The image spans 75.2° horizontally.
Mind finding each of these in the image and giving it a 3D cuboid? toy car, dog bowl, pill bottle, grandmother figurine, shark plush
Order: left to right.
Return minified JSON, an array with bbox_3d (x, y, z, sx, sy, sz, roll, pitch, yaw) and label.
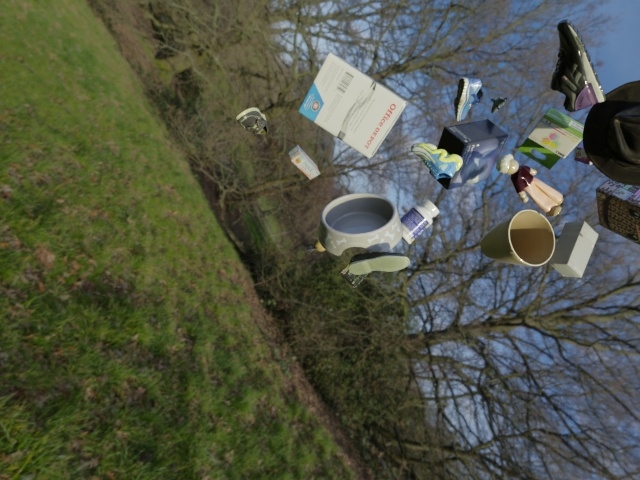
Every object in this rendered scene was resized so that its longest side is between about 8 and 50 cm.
[{"bbox_3d":[0.000,0.000,2.292,0.149,0.188,0.155,53,1,-12],"label":"toy car"},{"bbox_3d":[0.157,-0.075,1.684,0.348,0.349,0.102,-105,-176,-52],"label":"dog bowl"},{"bbox_3d":[0.408,-0.084,1.770,0.112,0.187,0.112,46,5,-5],"label":"pill bottle"},{"bbox_3d":[0.963,-0.725,2.216,0.161,0.073,0.067,-144,-105,-77],"label":"shark plush"},{"bbox_3d":[0.919,-0.260,1.840,0.342,0.104,0.207,38,47,-6],"label":"grandmother figurine"}]

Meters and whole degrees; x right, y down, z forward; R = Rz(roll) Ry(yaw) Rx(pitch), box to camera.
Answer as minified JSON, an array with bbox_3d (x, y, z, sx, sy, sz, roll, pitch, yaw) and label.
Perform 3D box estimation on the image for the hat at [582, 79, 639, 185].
[{"bbox_3d":[0.961,-0.319,1.260,0.331,0.134,0.331,18,-64,42],"label":"hat"}]

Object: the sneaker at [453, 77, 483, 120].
[{"bbox_3d":[0.861,-0.805,2.404,0.330,0.147,0.129,72,17,-69],"label":"sneaker"}]

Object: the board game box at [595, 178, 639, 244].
[{"bbox_3d":[1.301,-0.113,1.677,0.232,0.141,0.291,53,0,-36],"label":"board game box"}]

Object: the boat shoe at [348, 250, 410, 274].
[{"bbox_3d":[0.217,0.072,1.544,0.068,0.228,0.081,-76,151,-47],"label":"boat shoe"}]

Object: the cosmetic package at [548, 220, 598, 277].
[{"bbox_3d":[1.179,0.042,1.936,0.127,0.237,0.107,34,-17,-21],"label":"cosmetic package"}]

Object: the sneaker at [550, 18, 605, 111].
[{"bbox_3d":[0.767,-0.529,1.287,0.283,0.124,0.107,56,40,-17],"label":"sneaker"}]

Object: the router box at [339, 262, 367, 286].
[{"bbox_3d":[0.161,0.138,1.863,0.092,0.122,0.038,45,4,19],"label":"router box"}]

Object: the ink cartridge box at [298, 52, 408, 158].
[{"bbox_3d":[0.116,-0.468,1.455,0.308,0.223,0.129,34,25,2],"label":"ink cartridge box"}]

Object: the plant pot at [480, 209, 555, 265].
[{"bbox_3d":[0.905,0.009,1.979,0.256,0.257,0.274,71,-20,4],"label":"plant pot"}]

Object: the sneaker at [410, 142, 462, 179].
[{"bbox_3d":[0.500,-0.350,1.848,0.126,0.240,0.091,-63,159,-11],"label":"sneaker"}]

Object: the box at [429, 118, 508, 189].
[{"bbox_3d":[0.783,-0.458,2.210,0.182,0.294,0.296,57,-26,37],"label":"box"}]

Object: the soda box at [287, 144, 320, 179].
[{"bbox_3d":[-0.073,-0.353,1.889,0.183,0.058,0.062,39,25,-55],"label":"soda box"}]

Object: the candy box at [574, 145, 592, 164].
[{"bbox_3d":[1.352,-0.414,1.949,0.159,0.234,0.071,-72,154,-70],"label":"candy box"}]

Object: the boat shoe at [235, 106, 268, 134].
[{"bbox_3d":[-0.235,-0.423,1.497,0.073,0.080,0.223,60,12,-3],"label":"boat shoe"}]

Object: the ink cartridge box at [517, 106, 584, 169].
[{"bbox_3d":[1.038,-0.441,1.890,0.189,0.097,0.255,36,-37,13],"label":"ink cartridge box"}]
